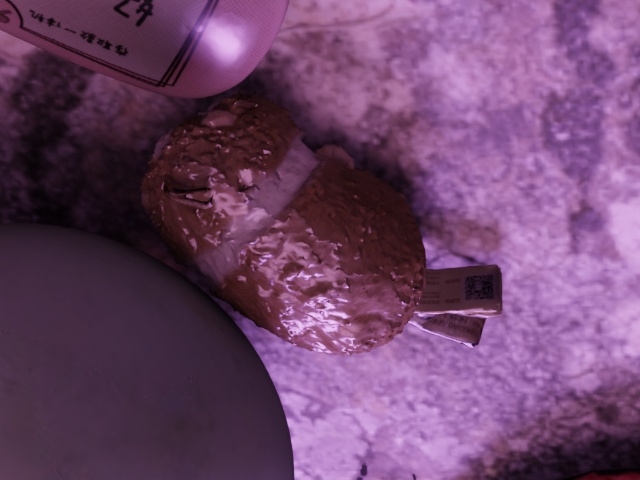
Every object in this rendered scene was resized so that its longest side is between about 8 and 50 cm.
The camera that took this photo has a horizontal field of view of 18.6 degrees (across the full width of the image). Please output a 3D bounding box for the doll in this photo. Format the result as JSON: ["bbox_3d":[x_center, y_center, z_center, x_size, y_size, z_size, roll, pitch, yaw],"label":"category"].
[{"bbox_3d":[-0.002,0.006,1.081,0.221,0.115,0.105,35,118,-24],"label":"doll"}]

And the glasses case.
[{"bbox_3d":[-0.163,-0.174,0.984,0.314,0.075,0.122,27,133,-9],"label":"glasses case"}]

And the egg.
[{"bbox_3d":[-0.157,0.129,1.063,0.276,0.276,0.389,1,171,13],"label":"egg"}]

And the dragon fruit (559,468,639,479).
[{"bbox_3d":[0.216,0.242,1.213,0.343,0.100,0.282,11,134,7],"label":"dragon fruit"}]
